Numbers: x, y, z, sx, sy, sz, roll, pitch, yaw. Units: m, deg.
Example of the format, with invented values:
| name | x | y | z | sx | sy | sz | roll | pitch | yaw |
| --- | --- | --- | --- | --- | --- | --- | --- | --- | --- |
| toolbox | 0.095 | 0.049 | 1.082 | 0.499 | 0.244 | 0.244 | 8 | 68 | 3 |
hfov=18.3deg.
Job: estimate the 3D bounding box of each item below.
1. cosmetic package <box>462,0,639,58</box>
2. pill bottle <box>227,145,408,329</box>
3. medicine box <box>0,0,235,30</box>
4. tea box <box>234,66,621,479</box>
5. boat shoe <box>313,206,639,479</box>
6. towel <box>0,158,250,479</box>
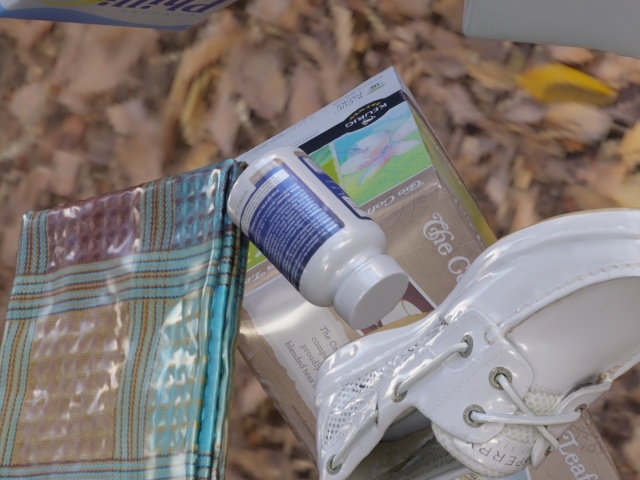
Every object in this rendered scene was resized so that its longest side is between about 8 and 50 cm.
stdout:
| name | x | y | z | sx | sy | sz | roll | pitch | yaw |
| --- | --- | --- | --- | --- | --- | --- | --- | --- | --- |
| cosmetic package | 0.298 | -0.390 | 1.569 | 0.327 | 0.329 | 0.394 | 94 | -178 | -60 |
| pill bottle | 0.000 | 0.000 | 1.273 | 0.120 | 0.067 | 0.067 | 46 | 113 | 27 |
| medicine box | -0.160 | -0.333 | 1.990 | 0.289 | 0.263 | 0.149 | -24 | 74 | 42 |
| tea box | 0.071 | 0.075 | 1.748 | 0.220 | 0.329 | 0.323 | -30 | 20 | 6 |
| boat shoe | 0.092 | 0.074 | 0.979 | 0.277 | 0.098 | 0.096 | -37 | 36 | 48 |
| towel | -0.158 | 0.138 | 1.389 | 0.271 | 0.040 | 0.370 | -12 | 66 | 45 |
